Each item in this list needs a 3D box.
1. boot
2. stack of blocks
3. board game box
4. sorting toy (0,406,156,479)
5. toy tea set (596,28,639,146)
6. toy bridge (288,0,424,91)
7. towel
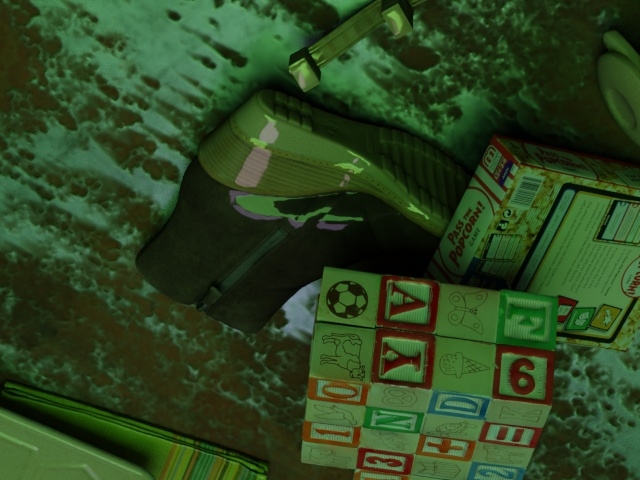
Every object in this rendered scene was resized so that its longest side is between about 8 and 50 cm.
[{"bbox_3d":[0.000,0.000,1.528,0.248,0.090,0.207,26,127,-13],"label":"boot"},{"bbox_3d":[0.074,0.133,1.472,0.171,0.087,0.297,7,153,1],"label":"stack of blocks"},{"bbox_3d":[0.186,0.006,1.474,0.193,0.045,0.147,10,117,-33],"label":"board game box"},{"bbox_3d":[-0.258,0.222,1.640,0.208,0.038,0.193,27,123,-3],"label":"sorting toy"},{"bbox_3d":[0.279,-0.151,1.386,0.124,0.200,0.336,-31,124,-11],"label":"toy tea set"},{"bbox_3d":[0.057,-0.171,1.441,0.188,0.063,0.026,-27,109,13],"label":"toy bridge"},{"bbox_3d":[-0.169,0.199,1.642,0.237,0.021,0.102,18,113,-4],"label":"towel"}]
